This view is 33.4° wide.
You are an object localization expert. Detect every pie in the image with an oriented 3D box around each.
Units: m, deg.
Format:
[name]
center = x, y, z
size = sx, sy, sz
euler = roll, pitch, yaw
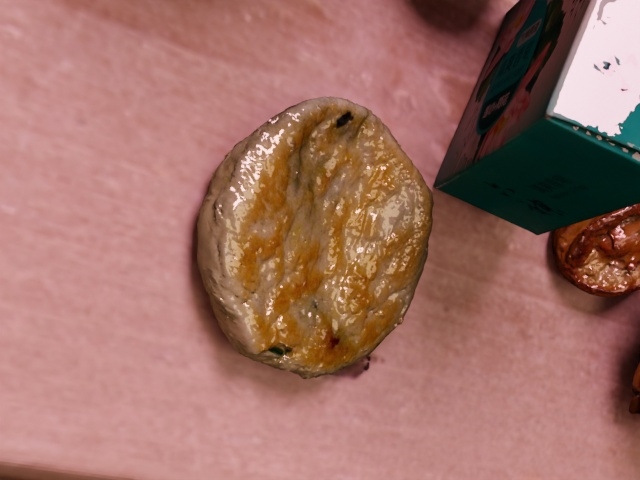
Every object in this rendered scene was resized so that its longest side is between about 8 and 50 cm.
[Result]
[pie]
center = 0.000, 0.000, 0.697
size = 0.186, 0.041, 0.187
euler = -8, 103, -37

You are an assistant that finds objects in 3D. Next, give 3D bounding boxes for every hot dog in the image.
[hot dog]
center = 0.254, -0.014, 0.878
size = 0.147, 0.065, 0.099
euler = -26, 123, -34

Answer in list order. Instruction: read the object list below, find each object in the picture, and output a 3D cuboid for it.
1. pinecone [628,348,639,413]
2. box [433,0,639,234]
[pinecone]
center = 0.367, 0.098, 0.906
size = 0.207, 0.207, 0.208
euler = -8, 103, -37
[box]
center = 0.167, -0.100, 0.677
size = 0.092, 0.245, 0.153
euler = 25, 80, -4
